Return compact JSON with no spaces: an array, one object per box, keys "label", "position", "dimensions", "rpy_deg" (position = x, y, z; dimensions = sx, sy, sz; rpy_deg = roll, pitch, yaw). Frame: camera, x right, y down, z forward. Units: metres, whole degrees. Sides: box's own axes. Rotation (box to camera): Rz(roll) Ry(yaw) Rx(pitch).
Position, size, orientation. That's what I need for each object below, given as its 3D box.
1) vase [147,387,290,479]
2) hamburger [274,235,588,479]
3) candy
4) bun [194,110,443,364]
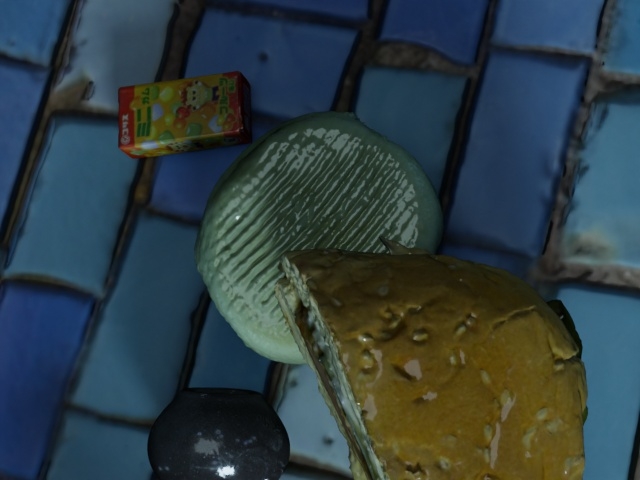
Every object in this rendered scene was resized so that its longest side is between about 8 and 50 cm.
[{"label":"vase","position":[-0.088,0.216,1.442],"dimensions":[0.120,0.120,0.183],"rpy_deg":[4,91,17]},{"label":"hamburger","position":[0.116,0.123,1.341],"dimensions":[0.209,0.162,0.330],"rpy_deg":[-26,87,-10]},{"label":"candy","position":[-0.124,-0.114,1.579],"dimensions":[0.122,0.038,0.062],"rpy_deg":[-7,73,14]},{"label":"bun","position":[-0.002,0.002,1.475],"dimensions":[0.221,0.108,0.221],"rpy_deg":[-1,80,8]}]
